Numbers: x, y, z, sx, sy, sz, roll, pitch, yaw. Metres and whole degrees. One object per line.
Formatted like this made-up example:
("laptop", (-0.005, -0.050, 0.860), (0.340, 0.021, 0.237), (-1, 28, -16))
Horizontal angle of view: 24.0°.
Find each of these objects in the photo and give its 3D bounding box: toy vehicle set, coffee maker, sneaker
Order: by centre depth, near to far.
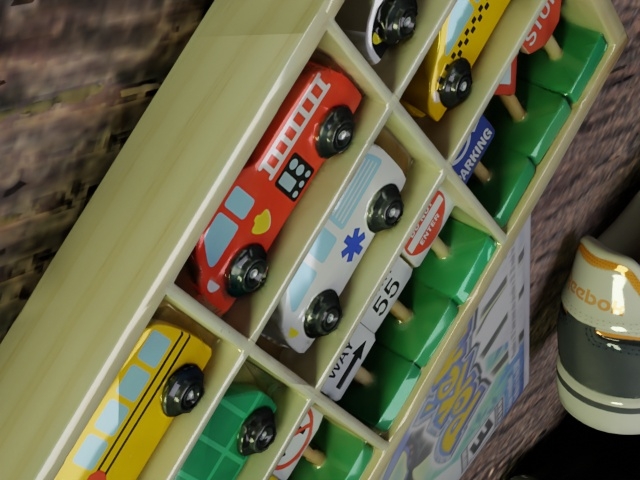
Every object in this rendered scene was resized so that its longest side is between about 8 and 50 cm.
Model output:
("toy vehicle set", (0.000, 0.000, 0.476), (0.266, 0.035, 0.166), (-60, 146, -8))
("sneaker", (0.292, 0.010, 0.958), (0.321, 0.126, 0.127), (-21, 124, -26))
("coffee maker", (0.202, 0.188, 1.130), (0.178, 0.120, 0.171), (-25, 118, -56))

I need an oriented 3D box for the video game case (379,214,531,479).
("video game case", (0.000, 0.097, 0.661), (0.300, 0.036, 0.329), (-50, 156, -20))
